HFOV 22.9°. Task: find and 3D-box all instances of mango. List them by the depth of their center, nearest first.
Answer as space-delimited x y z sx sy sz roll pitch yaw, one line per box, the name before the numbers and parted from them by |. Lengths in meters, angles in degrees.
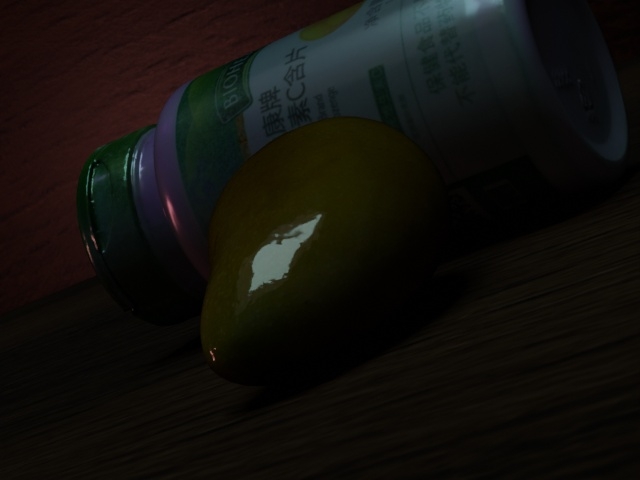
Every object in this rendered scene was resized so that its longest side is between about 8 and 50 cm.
mango | 0.000 0.000 0.634 0.102 0.084 0.184 -22 10 17

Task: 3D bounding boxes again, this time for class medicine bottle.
medicine bottle | 0.009 -0.044 0.811 0.274 0.133 0.133 -22 4 28
